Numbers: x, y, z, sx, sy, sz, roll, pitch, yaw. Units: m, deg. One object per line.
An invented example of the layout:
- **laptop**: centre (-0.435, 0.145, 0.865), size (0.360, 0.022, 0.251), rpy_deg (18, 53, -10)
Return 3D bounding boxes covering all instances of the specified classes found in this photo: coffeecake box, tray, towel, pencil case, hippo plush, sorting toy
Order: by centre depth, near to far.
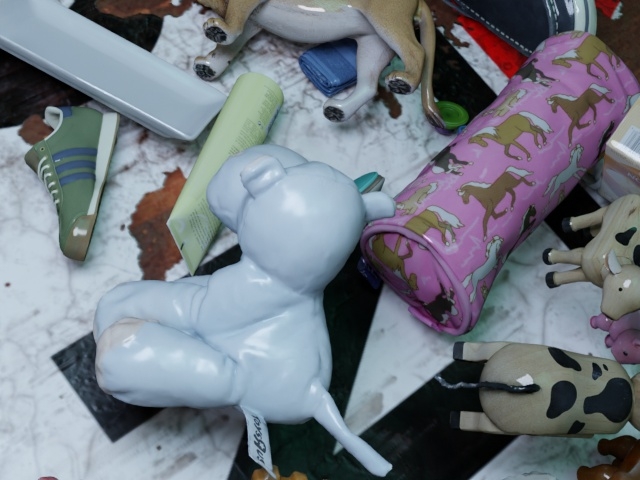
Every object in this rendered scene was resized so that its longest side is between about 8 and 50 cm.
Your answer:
- **hippo plush**: centre (-0.070, 0.031, 0.884), size (0.234, 0.236, 0.294), rpy_deg (7, 18, -26)
- **coffeecake box**: centre (0.392, -0.067, 1.102), size (0.142, 0.185, 0.068), rpy_deg (35, 86, 19)
- **tray**: centre (-0.243, -0.191, 1.104), size (0.270, 0.030, 0.145), rpy_deg (28, 28, -2)
- **pencil case**: centre (0.212, -0.072, 1.112), size (0.160, 0.167, 0.386), rpy_deg (48, 65, -9)
- **sorting toy**: centre (0.180, -0.135, 1.237), size (0.102, 0.042, 0.061), rpy_deg (16, 43, 4)
- **towel**: centre (0.033, -0.228, 1.239), size (0.119, 0.029, 0.067), rpy_deg (-33, 73, -28)

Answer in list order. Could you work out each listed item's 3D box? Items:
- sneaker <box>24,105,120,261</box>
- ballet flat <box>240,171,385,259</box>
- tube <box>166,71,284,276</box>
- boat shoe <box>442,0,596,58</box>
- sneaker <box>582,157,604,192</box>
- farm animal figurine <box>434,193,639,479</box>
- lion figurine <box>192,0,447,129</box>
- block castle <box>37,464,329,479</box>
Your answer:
- **sneaker**: centre (-0.269, -0.066, 1.034), size (0.086, 0.064, 0.192), rpy_deg (13, 53, -13)
- **ballet flat**: centre (0.000, 0.000, 1.095), size (0.213, 0.072, 0.068), rpy_deg (-35, 105, -29)
- **tube**: centre (-0.109, -0.083, 1.083), size (0.070, 0.062, 0.240), rpy_deg (36, 55, -22)
- **boat shoe**: centre (0.166, -0.401, 1.294), size (0.156, 0.186, 0.500), rpy_deg (-26, 69, -23)
- **sneaker**: centre (0.387, -0.077, 1.250), size (0.092, 0.087, 0.228), rpy_deg (-13, 61, -15)
- **farm animal figurine**: centre (0.275, 0.127, 0.970), size (0.327, 0.172, 0.330), rpy_deg (-9, 89, -33)
- **lion figurine**: centre (-0.005, -0.282, 1.178), size (0.392, 0.142, 0.240), rpy_deg (23, 59, 1)
- **block castle**: centre (-0.015, 0.308, 0.737), size (0.453, 0.303, 0.212), rpy_deg (17, 88, -10)
